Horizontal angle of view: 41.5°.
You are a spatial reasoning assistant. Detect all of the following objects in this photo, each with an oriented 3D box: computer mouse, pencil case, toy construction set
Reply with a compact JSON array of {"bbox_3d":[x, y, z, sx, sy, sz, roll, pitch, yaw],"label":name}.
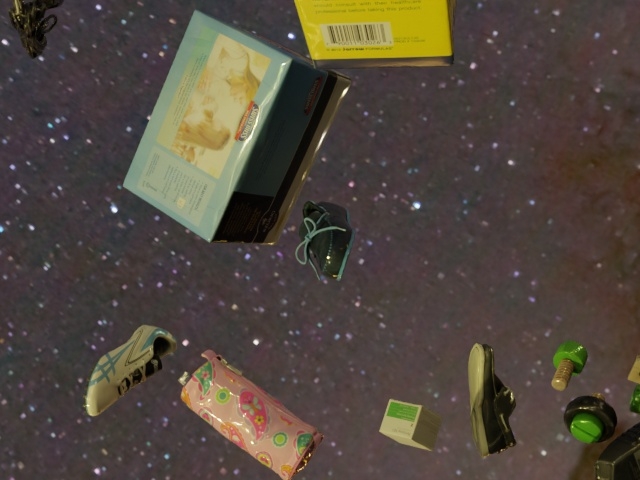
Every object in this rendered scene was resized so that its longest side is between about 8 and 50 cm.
[{"bbox_3d":[-0.383,-0.405,1.197,0.072,0.188,0.272,23,-96,-13],"label":"computer mouse"},{"bbox_3d":[-0.134,0.332,1.613,0.124,0.284,0.124,-50,-15,-19],"label":"pencil case"},{"bbox_3d":[0.285,0.262,0.896,0.242,0.041,0.071,-28,-66,-9],"label":"computer mouse"},{"bbox_3d":[0.468,0.187,0.986,0.237,0.309,0.257,-48,-55,-46],"label":"toy construction set"}]

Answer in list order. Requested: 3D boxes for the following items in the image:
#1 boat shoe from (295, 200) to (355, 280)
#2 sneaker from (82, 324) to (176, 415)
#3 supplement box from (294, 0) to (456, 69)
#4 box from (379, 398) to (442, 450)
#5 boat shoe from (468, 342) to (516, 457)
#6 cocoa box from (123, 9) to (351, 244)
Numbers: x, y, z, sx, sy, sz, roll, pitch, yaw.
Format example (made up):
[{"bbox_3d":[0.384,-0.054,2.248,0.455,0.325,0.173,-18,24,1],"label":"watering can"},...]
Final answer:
[{"bbox_3d":[0.000,0.000,1.433,0.089,0.258,0.109,20,-78,-9],"label":"boat shoe"},{"bbox_3d":[-0.347,0.235,1.545,0.237,0.086,0.085,-51,-33,-52],"label":"sneaker"},{"bbox_3d":[0.062,-0.396,1.019,0.356,0.195,0.194,68,-153,-58],"label":"supplement box"},{"bbox_3d":[0.217,0.441,2.026,0.102,0.101,0.087,36,-113,-41],"label":"box"},{"bbox_3d":[0.309,0.281,1.516,0.079,0.084,0.233,-10,-65,0],"label":"boat shoe"},{"bbox_3d":[-0.149,-0.193,1.518,0.228,0.231,0.347,1,-63,-62],"label":"cocoa box"}]
